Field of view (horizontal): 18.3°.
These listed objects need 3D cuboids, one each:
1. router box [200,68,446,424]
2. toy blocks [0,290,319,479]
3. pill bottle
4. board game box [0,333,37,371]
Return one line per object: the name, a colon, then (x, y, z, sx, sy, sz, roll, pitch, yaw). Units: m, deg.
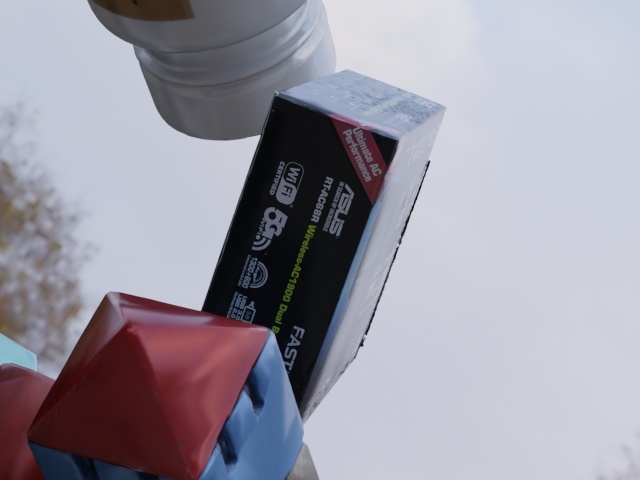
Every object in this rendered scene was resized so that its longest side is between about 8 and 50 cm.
router box: (0.000, 0.000, 0.599, 0.038, 0.092, 0.122, 22, 12, 7)
toy blocks: (-0.141, 0.096, 0.595, 0.381, 0.190, 0.261, 12, -35, 22)
pill bottle: (-0.065, -0.167, 0.990, 0.131, 0.131, 0.229, 12, -40, 28)
board game box: (-0.375, 0.076, 1.198, 0.254, 0.079, 0.336, -23, -37, 24)
